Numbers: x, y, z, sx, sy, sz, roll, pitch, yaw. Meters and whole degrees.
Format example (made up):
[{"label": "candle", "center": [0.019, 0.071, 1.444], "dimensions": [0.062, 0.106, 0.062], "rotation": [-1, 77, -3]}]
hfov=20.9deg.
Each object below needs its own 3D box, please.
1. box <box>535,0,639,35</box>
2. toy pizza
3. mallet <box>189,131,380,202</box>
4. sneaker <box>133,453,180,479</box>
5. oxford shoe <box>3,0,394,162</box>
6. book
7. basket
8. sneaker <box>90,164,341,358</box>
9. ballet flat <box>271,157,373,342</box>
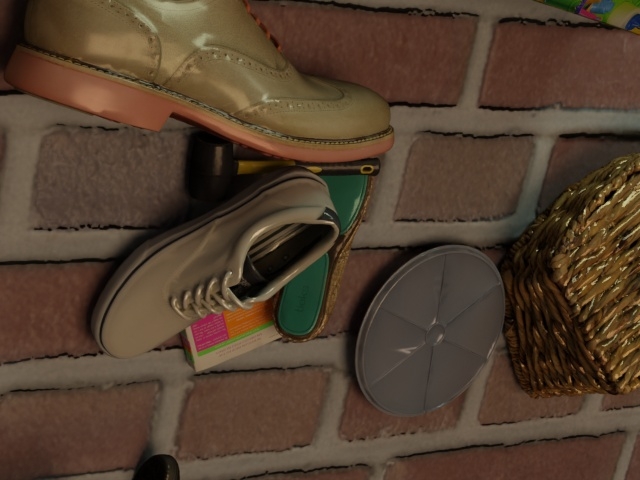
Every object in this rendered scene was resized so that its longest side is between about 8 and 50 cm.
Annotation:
[{"label": "box", "center": [0.307, -0.362, 1.627], "dimensions": [0.279, 0.177, 0.290], "rotation": [11, 120, -41]}, {"label": "toy pizza", "center": [0.114, 0.095, 1.856], "dimensions": [0.201, 0.032, 0.201], "rotation": [-17, 121, -30]}, {"label": "mallet", "center": [-0.035, -0.060, 1.629], "dimensions": [0.189, 0.039, 0.062], "rotation": [6, 112, -25]}, {"label": "sneaker", "center": [-0.152, 0.287, 1.738], "dimensions": [0.089, 0.051, 0.170], "rotation": [5, 114, -40]}, {"label": "oxford shoe", "center": [-0.076, -0.158, 1.508], "dimensions": [0.397, 0.140, 0.146], "rotation": [9, 99, -43]}, {"label": "book", "center": [-0.096, 0.047, 1.668], "dimensions": [0.096, 0.035, 0.144], "rotation": [-25, 125, -22]}, {"label": "basket", "center": [0.338, 0.021, 1.954], "dimensions": [0.299, 0.223, 0.213], "rotation": [-33, 96, -21]}, {"label": "sneaker", "center": [-0.097, 0.029, 1.577], "dimensions": [0.258, 0.091, 0.094], "rotation": [-38, 126, 4]}, {"label": "ballet flat", "center": [0.000, 0.000, 1.696], "dimensions": [0.067, 0.073, 0.206], "rotation": [53, 57, -82]}]
